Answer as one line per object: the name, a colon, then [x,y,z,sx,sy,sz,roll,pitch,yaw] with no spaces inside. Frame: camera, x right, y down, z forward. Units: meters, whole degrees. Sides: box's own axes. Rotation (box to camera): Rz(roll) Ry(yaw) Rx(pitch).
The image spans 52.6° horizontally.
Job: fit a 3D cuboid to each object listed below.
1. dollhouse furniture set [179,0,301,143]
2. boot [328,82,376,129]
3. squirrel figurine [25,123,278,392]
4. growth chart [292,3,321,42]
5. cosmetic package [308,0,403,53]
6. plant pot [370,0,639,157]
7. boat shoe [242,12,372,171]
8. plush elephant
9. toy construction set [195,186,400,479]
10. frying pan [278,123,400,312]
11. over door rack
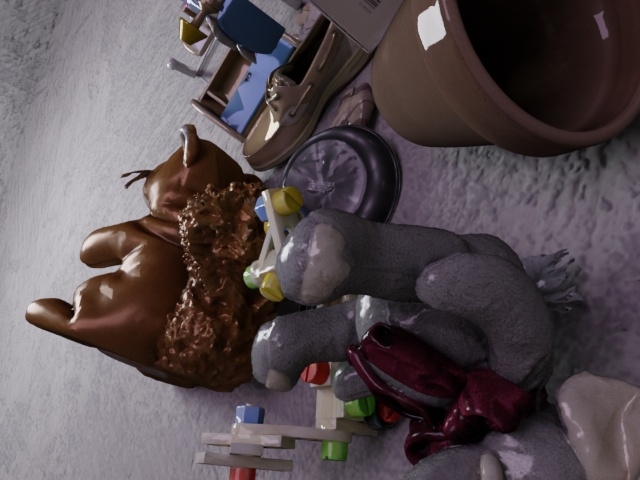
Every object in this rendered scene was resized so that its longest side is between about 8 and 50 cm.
dollhouse furniture set: [-0.213,-0.323,1.041,0.286,0.303,0.198,38,101,22]
boot: [0.035,-0.180,0.963,0.118,0.042,0.087,-21,53,39]
squirrel figurine: [-0.182,0.019,0.981,0.396,0.281,0.371,1,62,42]
growth chart: [0.035,-0.443,1.098,0.172,0.021,0.237,28,94,52]
cosmetic package: [0.076,-0.383,0.860,0.160,0.113,0.309,-44,20,27]
plant pot: [0.167,-0.201,0.679,0.229,0.262,0.263,-15,61,64]
boat shoe: [-0.042,-0.239,1.029,0.302,0.098,0.109,-46,44,25]
plush elephant: [0.117,0.139,0.535,0.272,0.329,0.256,122,140,-55]
toy construction set: [-0.014,0.120,0.733,0.151,0.215,0.328,2,74,50]
frying pan: [-0.018,-0.017,0.906,0.197,0.053,0.326,38,99,34]
over door rack: [-0.196,-0.419,1.286,0.324,0.108,0.240,41,106,49]
